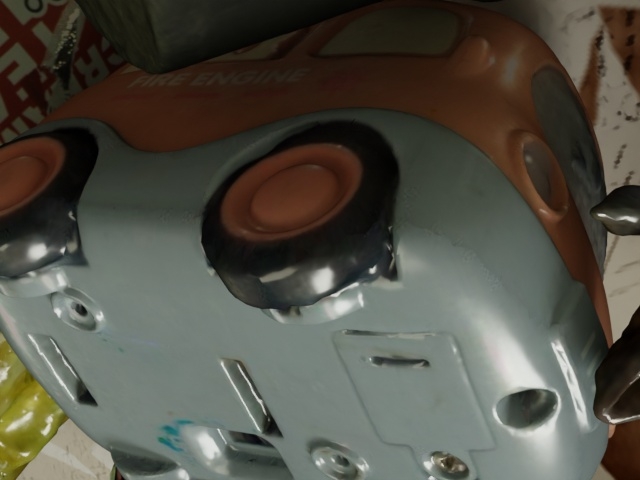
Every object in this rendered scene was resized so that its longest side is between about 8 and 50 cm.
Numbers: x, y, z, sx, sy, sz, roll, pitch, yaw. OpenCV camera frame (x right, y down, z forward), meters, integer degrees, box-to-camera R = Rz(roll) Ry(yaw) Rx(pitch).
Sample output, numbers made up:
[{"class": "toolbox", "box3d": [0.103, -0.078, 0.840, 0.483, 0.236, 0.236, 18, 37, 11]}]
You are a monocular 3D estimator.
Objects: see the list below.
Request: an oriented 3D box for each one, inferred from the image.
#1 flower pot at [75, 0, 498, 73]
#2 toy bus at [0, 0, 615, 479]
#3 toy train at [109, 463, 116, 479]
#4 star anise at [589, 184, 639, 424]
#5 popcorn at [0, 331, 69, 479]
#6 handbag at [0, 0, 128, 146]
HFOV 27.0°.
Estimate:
[{"class": "flower pot", "box3d": [-0.038, -0.154, 0.470, 0.235, 0.148, 0.235, 52, 166, 18]}, {"class": "toy bus", "box3d": [0.000, 0.000, 0.578, 0.287, 0.232, 0.194, 1, 131, 32]}, {"class": "toy train", "box3d": [-0.045, 0.105, 0.770, 0.131, 0.204, 0.082, 15, -179, 29]}, {"class": "star anise", "box3d": [0.191, 0.007, 0.474, 0.197, 0.212, 0.073, 43, 178, -25]}, {"class": "popcorn", "box3d": [-0.259, 0.028, 0.761, 0.290, 0.321, 0.326, 25, 171, 16]}, {"class": "handbag", "box3d": [-0.214, -0.141, 0.677, 0.298, 0.171, 0.151, 40, 140, -3]}]
